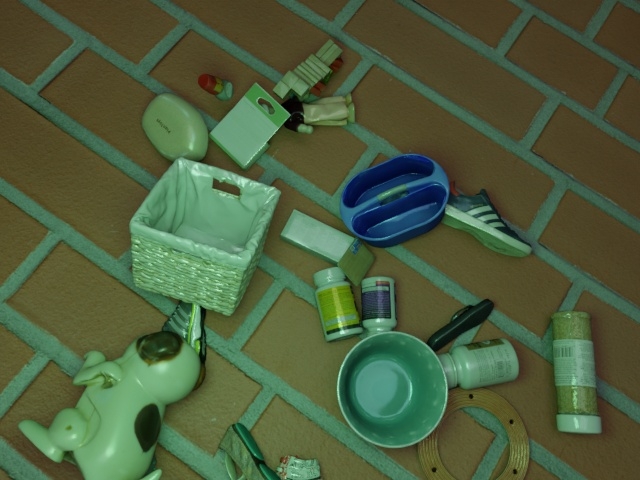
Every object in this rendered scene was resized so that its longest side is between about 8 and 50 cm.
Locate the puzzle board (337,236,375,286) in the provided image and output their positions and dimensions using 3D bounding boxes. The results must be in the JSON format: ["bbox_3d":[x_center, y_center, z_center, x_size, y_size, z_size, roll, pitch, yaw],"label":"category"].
[{"bbox_3d":[0.110,0.065,1.722,0.096,0.011,0.128,47,53,-15],"label":"puzzle board"}]

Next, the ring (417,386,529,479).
[{"bbox_3d":[0.448,0.602,1.644,0.337,0.032,0.336,1,73,-4],"label":"ring"}]

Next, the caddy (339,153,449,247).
[{"bbox_3d":[0.230,-0.124,1.731,0.341,0.179,0.241,-23,70,7],"label":"caddy"}]

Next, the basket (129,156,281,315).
[{"bbox_3d":[-0.323,-0.008,1.580,0.328,0.266,0.331,18,41,0],"label":"basket"}]

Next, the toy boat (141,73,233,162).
[{"bbox_3d":[-0.412,-0.398,1.798,0.318,0.148,0.267,-45,75,15],"label":"toy boat"}]

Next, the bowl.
[{"bbox_3d":[0.192,0.424,1.603,0.312,0.163,0.311,1,75,-5],"label":"bowl"}]

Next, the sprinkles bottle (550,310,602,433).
[{"bbox_3d":[0.770,0.397,1.690,0.121,0.121,0.355,5,72,-4],"label":"sprinkles bottle"}]

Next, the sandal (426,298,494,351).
[{"bbox_3d":[0.429,0.247,1.726,0.255,0.097,0.054,-28,51,-14],"label":"sandal"}]

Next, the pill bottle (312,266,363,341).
[{"bbox_3d":[0.048,0.193,1.688,0.119,0.119,0.208,-12,75,-9],"label":"pill bottle"}]

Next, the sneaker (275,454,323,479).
[{"bbox_3d":[-0.125,0.677,1.541,0.270,0.090,0.145,-7,63,-2],"label":"sneaker"}]

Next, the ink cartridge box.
[{"bbox_3d":[-0.229,-0.372,1.835,0.171,0.056,0.235,44,93,9],"label":"ink cartridge box"}]

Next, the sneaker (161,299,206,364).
[{"bbox_3d":[-0.405,0.229,1.644,0.121,0.111,0.299,-3,71,-3],"label":"sneaker"}]

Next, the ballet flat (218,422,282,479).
[{"bbox_3d":[-0.179,0.625,1.487,0.106,0.107,0.316,-47,41,-6],"label":"ballet flat"}]

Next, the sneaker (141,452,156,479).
[{"bbox_3d":[-0.476,0.648,1.531,0.098,0.083,0.223,24,74,-21],"label":"sneaker"}]

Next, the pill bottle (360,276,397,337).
[{"bbox_3d":[0.178,0.214,1.699,0.108,0.108,0.193,1,72,-5],"label":"pill bottle"}]

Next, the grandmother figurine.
[{"bbox_3d":[-0.061,-0.425,1.887,0.343,0.104,0.207,-6,40,-4],"label":"grandmother figurine"}]

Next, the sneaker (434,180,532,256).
[{"bbox_3d":[0.541,-0.078,1.812,0.350,0.131,0.148,30,77,5],"label":"sneaker"}]

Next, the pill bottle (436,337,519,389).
[{"bbox_3d":[0.456,0.372,1.663,0.229,0.131,0.131,-9,74,-8],"label":"pill bottle"}]

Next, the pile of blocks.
[{"bbox_3d":[-0.027,-0.536,1.882,0.113,0.149,0.362,40,52,0],"label":"pile of blocks"}]

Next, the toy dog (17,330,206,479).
[{"bbox_3d":[-0.491,0.412,1.443,0.395,0.284,0.408,11,56,44],"label":"toy dog"}]

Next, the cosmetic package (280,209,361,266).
[{"bbox_3d":[0.000,0.000,1.775,0.239,0.060,0.098,26,74,3],"label":"cosmetic package"}]
